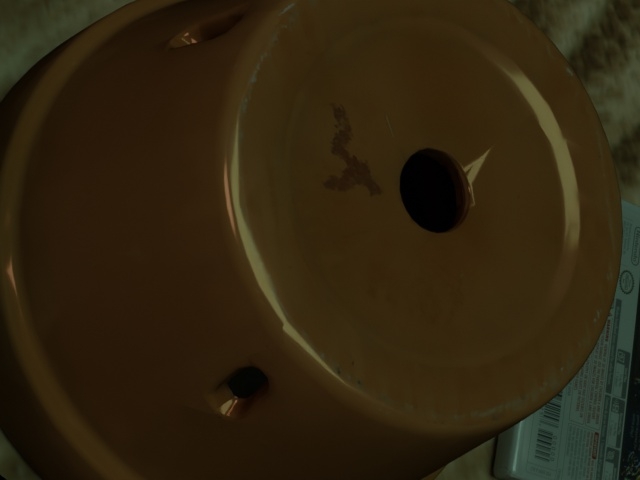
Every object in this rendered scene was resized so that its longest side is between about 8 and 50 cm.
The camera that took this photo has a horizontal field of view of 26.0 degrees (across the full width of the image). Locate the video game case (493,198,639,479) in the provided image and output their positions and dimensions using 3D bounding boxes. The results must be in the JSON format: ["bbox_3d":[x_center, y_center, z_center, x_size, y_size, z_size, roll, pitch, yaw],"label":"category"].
[{"bbox_3d":[0.191,0.073,0.845,0.173,0.022,0.190,20,68,-25],"label":"video game case"}]

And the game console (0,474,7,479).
[{"bbox_3d":[-0.247,0.229,0.539,0.213,0.044,0.361,40,62,-16],"label":"game console"}]

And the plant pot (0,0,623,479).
[{"bbox_3d":[0.000,0.000,0.643,0.291,0.203,0.290,7,76,-30],"label":"plant pot"}]
